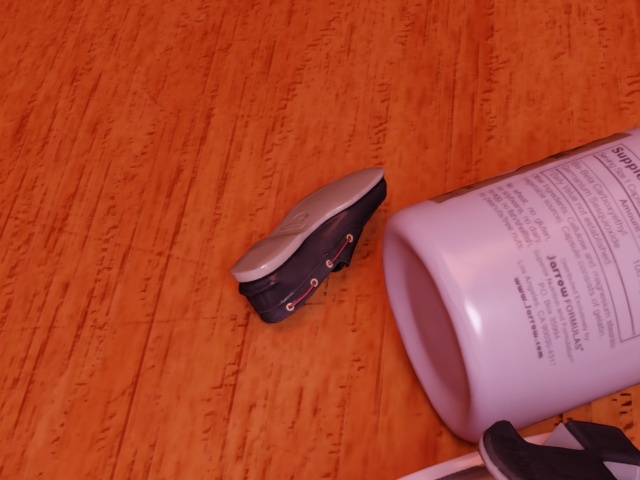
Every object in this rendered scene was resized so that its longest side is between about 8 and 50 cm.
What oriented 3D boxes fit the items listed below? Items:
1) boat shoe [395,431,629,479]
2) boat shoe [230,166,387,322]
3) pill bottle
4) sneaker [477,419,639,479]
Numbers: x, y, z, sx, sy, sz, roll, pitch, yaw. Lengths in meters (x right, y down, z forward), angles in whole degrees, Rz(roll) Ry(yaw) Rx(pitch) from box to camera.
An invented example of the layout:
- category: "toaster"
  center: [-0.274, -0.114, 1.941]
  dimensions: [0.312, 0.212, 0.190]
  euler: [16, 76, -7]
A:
- category: "boat shoe"
  center: [-0.002, 0.185, 0.746]
  dimensions: [0.335, 0.112, 0.095]
  euler: [-19, 57, -4]
- category: "boat shoe"
  center: [-0.001, 0.000, 1.020]
  dimensions: [0.049, 0.042, 0.133]
  euler: [-7, 29, 47]
- category: "pill bottle"
  center: [0.160, 0.011, 0.899]
  dimensions: [0.229, 0.131, 0.131]
  euler: [-19, 39, -12]
- category: "sneaker"
  center: [0.203, 0.172, 0.717]
  dimensions: [0.331, 0.146, 0.122]
  euler: [10, 17, -13]
